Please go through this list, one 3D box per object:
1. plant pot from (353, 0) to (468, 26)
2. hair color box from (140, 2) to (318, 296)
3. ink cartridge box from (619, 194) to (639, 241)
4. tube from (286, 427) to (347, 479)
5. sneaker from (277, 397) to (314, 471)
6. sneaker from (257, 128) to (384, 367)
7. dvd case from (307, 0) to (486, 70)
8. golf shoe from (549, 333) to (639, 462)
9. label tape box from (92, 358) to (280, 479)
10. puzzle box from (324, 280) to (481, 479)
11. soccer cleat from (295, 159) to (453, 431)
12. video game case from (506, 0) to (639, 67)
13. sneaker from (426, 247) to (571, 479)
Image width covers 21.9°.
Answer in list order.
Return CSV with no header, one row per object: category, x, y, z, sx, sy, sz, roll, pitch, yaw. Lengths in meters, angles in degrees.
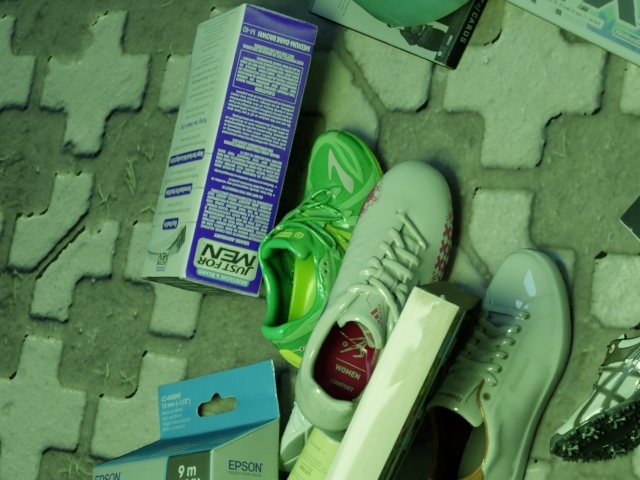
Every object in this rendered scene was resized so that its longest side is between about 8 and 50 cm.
plant pot,0.060,-0.421,1.873,0.293,0.235,0.293,-21,59,39
hair color box,-0.114,-0.105,2.028,0.185,0.110,0.338,-2,73,68
ink cartridge box,0.436,-0.028,1.664,0.206,0.045,0.208,-51,54,15
tube,-0.028,0.326,1.918,0.070,0.062,0.240,-92,28,-75
sneaker,-0.009,0.204,1.945,0.152,0.054,0.061,-56,37,7
sneaker,0.000,0.000,1.934,0.109,0.123,0.295,-4,67,36
dvd case,0.106,-0.324,2.011,0.239,0.030,0.179,28,95,40
golf shoe,0.313,0.152,1.700,0.198,0.077,0.094,-37,43,19
label tape box,-0.165,0.323,1.959,0.249,0.115,0.347,-16,69,47
puzzle box,0.053,0.235,1.749,0.052,0.272,0.408,26,95,10
soccer cleat,0.070,0.056,1.826,0.116,0.143,0.331,22,77,1
video game case,0.337,-0.366,1.820,0.329,0.036,0.300,33,98,34
sneaker,0.184,0.142,1.762,0.106,0.123,0.290,6,80,41
